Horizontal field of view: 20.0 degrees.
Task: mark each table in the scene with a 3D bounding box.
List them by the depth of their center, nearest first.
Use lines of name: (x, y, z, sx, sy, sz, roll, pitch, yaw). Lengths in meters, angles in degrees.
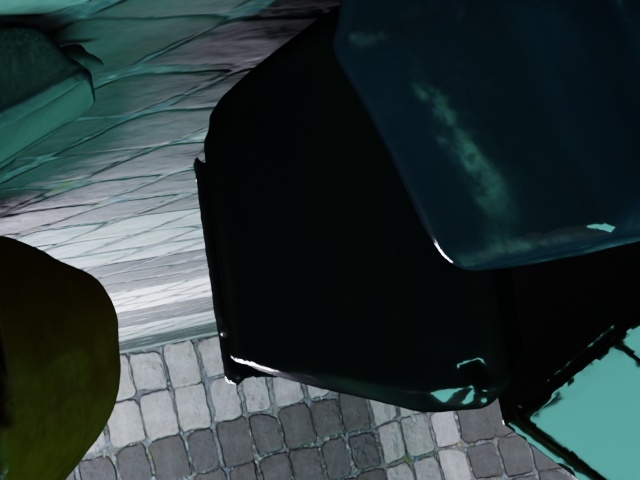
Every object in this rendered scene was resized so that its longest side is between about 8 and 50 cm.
table: (0.222, 0.043, 1.078, 0.193, 0.169, 0.172, -43, -153, 22)

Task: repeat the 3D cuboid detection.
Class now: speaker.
speaker: (0.000, 0.000, 0.918, 0.184, 0.180, 0.388, -9, 176, 6)

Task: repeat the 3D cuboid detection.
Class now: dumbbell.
dumbbell: (0.162, -0.091, 0.503, 0.316, 0.156, 0.143, -16, -156, 32)

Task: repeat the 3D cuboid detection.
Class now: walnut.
walnut: (-0.232, 0.085, 1.135, 0.209, 0.209, 0.336, -16, -172, 23)

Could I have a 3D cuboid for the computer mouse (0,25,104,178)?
computer mouse: (-0.176, -0.029, 0.665, 0.229, 0.068, 0.113, -11, 176, -32)
